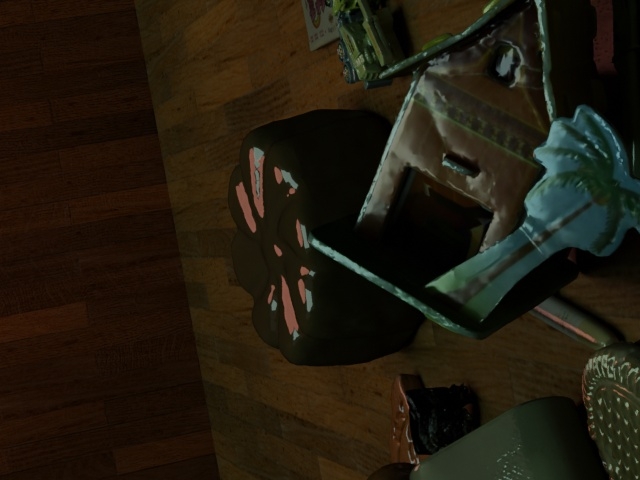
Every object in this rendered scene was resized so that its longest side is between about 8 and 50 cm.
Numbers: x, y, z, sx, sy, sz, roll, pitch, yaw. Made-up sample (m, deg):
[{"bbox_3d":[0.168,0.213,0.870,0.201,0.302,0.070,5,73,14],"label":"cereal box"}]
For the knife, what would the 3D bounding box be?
[{"bbox_3d":[0.288,-0.162,1.423,0.043,0.020,0.293,-142,44,-69],"label":"knife"}]

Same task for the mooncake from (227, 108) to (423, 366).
[{"bbox_3d":[0.000,0.000,2.190,0.378,0.200,0.378,169,90,-74],"label":"mooncake"}]

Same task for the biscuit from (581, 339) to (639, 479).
[{"bbox_3d":[0.324,0.199,1.351,0.259,0.079,0.259,61,168,22],"label":"biscuit"}]

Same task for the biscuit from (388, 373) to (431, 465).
[{"bbox_3d":[0.158,0.342,2.144,0.306,0.043,0.284,-150,51,-69],"label":"biscuit"}]

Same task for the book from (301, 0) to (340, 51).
[{"bbox_3d":[-0.006,-0.409,2.267,0.162,0.022,0.232,176,84,-74],"label":"book"}]

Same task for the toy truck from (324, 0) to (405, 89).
[{"bbox_3d":[0.062,-0.291,2.011,0.100,0.077,0.169,124,135,-72],"label":"toy truck"}]

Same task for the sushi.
[{"bbox_3d":[0.163,0.236,1.988,0.056,0.084,0.083,-136,39,-66],"label":"sushi"}]

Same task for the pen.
[{"bbox_3d":[0.263,0.077,1.648,0.233,0.032,0.040,32,107,67],"label":"pen"}]

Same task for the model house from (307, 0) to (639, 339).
[{"bbox_3d":[0.230,-0.079,1.451,0.340,0.300,0.324,30,114,20],"label":"model house"}]

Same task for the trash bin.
[{"bbox_3d":[0.222,0.330,1.659,0.243,0.121,0.247,-37,54,30],"label":"trash bin"}]

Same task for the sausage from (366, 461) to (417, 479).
[{"bbox_3d":[0.102,0.404,1.857,0.501,0.123,0.136,-68,-37,-77],"label":"sausage"}]
